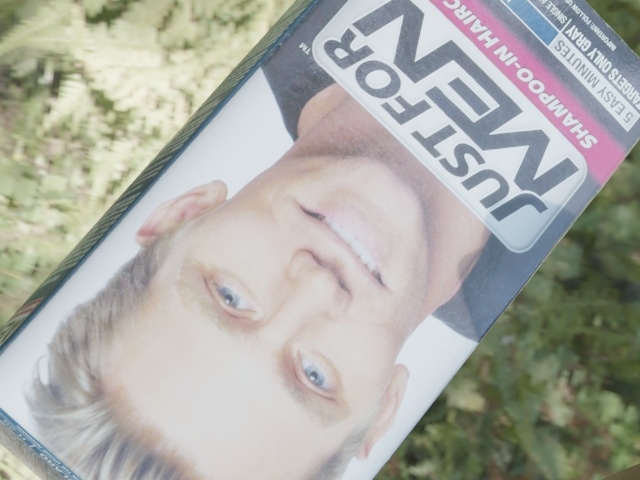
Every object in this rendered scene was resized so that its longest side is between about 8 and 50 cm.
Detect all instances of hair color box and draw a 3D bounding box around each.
[{"bbox_3d":[0.000,0.000,0.878,0.174,0.105,0.347,43,72,-10],"label":"hair color box"}]

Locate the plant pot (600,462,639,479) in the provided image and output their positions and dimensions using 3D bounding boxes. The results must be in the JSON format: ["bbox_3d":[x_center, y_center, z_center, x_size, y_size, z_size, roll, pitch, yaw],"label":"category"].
[{"bbox_3d":[0.246,0.228,0.940,0.267,0.236,0.267,-18,74,-51],"label":"plant pot"}]
